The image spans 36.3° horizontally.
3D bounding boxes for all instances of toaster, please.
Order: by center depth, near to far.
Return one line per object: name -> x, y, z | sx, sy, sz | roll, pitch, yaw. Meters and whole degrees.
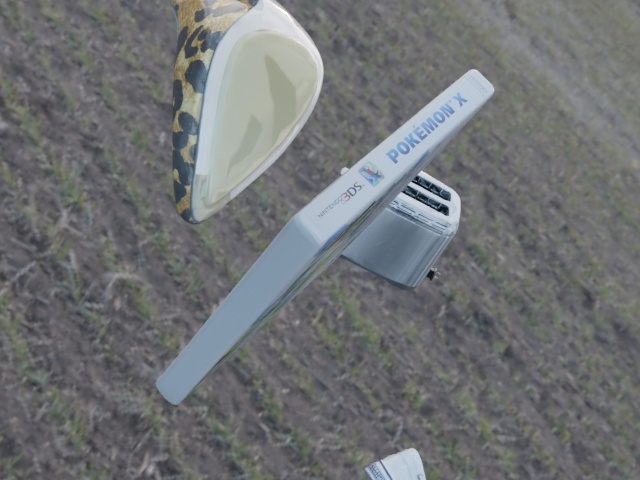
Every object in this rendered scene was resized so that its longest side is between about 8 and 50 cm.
toaster -> 0.114, -0.028, 1.489 | 0.227, 0.146, 0.129 | 28, 37, -8

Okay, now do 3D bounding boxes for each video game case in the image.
video game case -> 0.000, 0.000, 0.940 | 0.036, 0.329, 0.300 | 46, 48, 3

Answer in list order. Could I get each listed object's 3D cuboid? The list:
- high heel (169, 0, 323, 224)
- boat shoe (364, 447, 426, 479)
high heel -> -0.089, -0.129, 0.660 | 0.093, 0.186, 0.261 | 37, 64, -45
boat shoe -> 0.140, 0.394, 1.353 | 0.095, 0.084, 0.258 | 51, -15, 54
